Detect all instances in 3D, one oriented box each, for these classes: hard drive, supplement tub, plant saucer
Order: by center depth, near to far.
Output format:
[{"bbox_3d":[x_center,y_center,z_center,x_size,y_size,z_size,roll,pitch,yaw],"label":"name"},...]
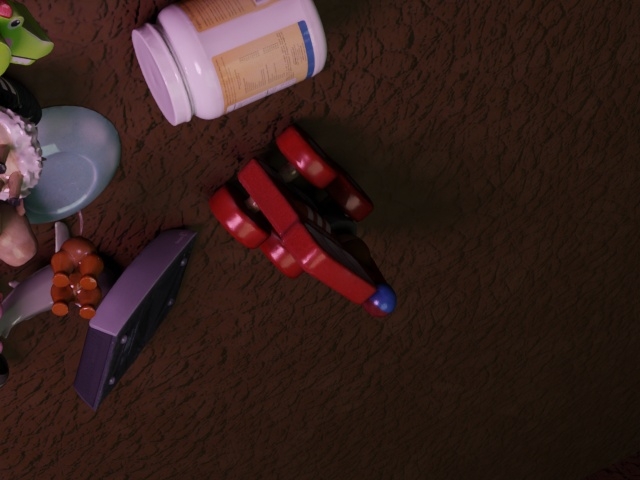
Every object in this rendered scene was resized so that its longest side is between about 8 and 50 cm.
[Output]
[{"bbox_3d":[-0.108,-0.231,1.366,0.200,0.144,0.144,-25,144,-14],"label":"supplement tub"},{"bbox_3d":[-0.337,-0.083,1.447,0.195,0.037,0.195,-23,143,-18],"label":"plant saucer"},{"bbox_3d":[-0.259,0.100,1.596,0.254,0.054,0.172,-59,173,-52],"label":"hard drive"}]

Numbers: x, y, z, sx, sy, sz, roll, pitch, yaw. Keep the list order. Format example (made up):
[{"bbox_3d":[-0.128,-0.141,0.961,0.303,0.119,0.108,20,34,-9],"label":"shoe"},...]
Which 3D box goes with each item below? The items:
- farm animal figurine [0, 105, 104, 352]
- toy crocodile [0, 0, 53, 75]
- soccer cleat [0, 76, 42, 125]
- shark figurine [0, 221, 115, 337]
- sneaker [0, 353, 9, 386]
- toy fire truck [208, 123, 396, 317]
[{"bbox_3d":[-0.427,0.002,1.348,0.331,0.172,0.326,-17,130,8],"label":"farm animal figurine"},{"bbox_3d":[-0.374,-0.222,1.042,0.105,0.115,0.341,-46,156,22],"label":"toy crocodile"},{"bbox_3d":[-0.377,-0.162,1.288,0.060,0.072,0.179,-41,145,8],"label":"soccer cleat"},{"bbox_3d":[-0.358,0.095,1.510,0.278,0.116,0.166,-42,149,-36],"label":"shark figurine"},{"bbox_3d":[-0.466,0.124,1.541,0.118,0.083,0.222,-37,144,4],"label":"sneaker"},{"bbox_3d":[0.000,0.000,1.631,0.169,0.254,0.302,-41,145,8],"label":"toy fire truck"}]
